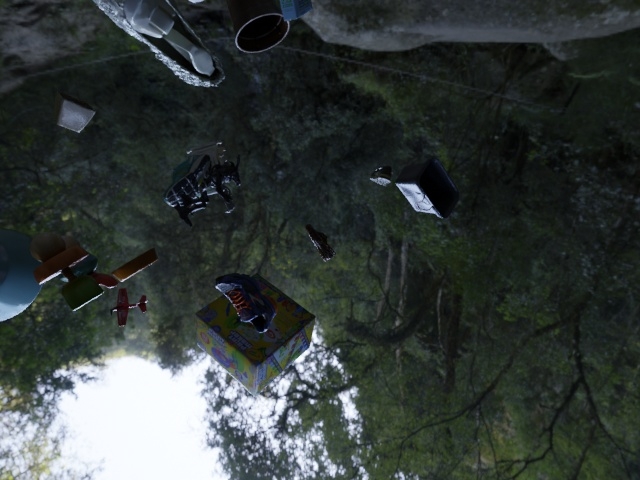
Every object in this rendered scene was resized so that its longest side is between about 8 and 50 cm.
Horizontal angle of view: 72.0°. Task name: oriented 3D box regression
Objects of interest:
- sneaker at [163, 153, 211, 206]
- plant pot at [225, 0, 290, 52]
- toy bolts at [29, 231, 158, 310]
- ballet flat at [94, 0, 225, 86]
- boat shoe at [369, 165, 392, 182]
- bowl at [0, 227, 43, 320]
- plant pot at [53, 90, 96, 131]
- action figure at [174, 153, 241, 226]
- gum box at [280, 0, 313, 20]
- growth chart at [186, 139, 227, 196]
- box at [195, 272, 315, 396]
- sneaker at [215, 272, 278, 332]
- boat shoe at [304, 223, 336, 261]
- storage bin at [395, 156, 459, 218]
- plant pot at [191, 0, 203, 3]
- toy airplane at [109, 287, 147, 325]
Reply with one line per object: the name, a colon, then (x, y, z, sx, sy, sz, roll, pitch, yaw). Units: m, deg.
sneaker: (-0.514, -0.229, 1.668, 0.110, 0.107, 0.275, 8, -133, 17)
plant pot: (-0.197, -0.666, 1.272, 0.167, 0.165, 0.167, -23, 174, -3)
toy bolts: (-0.491, 0.036, 0.940, 0.218, 0.158, 0.228, -37, -170, -32)
ballet flat: (-0.361, -0.505, 1.051, 0.147, 0.147, 0.409, 13, 172, 26)
boat shoe: (0.279, -0.295, 1.973, 0.080, 0.073, 0.223, 23, -177, -7)
bowl: (-1.042, 0.092, 1.341, 0.311, 0.312, 0.163, -4, 167, -10)
plant pot: (-0.870, -0.443, 1.536, 0.109, 0.096, 0.109, 18, -165, -47)
action figure: (-0.351, -0.168, 1.488, 0.275, 0.141, 0.164, -36, -152, 11)
gum box: (-0.076, -0.692, 1.156, 0.041, 0.184, 0.157, -2, -146, 19)
growth chart: (-0.455, -0.286, 1.761, 0.172, 0.237, 0.021, -8, 165, 0)
box: (-0.221, 0.308, 1.501, 0.290, 0.177, 0.279, 33, -136, 26)
sneaker: (-0.182, 0.157, 1.108, 0.083, 0.221, 0.087, -20, -136, 27)
boat shoe: (0.000, 0.000, 2.023, 0.073, 0.207, 0.073, -31, -152, 2)
storage bin: (0.238, -0.114, 1.015, 0.091, 0.135, 0.098, 7, -123, 55)
plant pot: (-0.469, -0.994, 1.616, 0.167, 0.188, 0.187, -24, 166, 35)
toy airplane: (-0.704, 0.240, 1.626, 0.151, 0.028, 0.151, -3, -116, 6)
